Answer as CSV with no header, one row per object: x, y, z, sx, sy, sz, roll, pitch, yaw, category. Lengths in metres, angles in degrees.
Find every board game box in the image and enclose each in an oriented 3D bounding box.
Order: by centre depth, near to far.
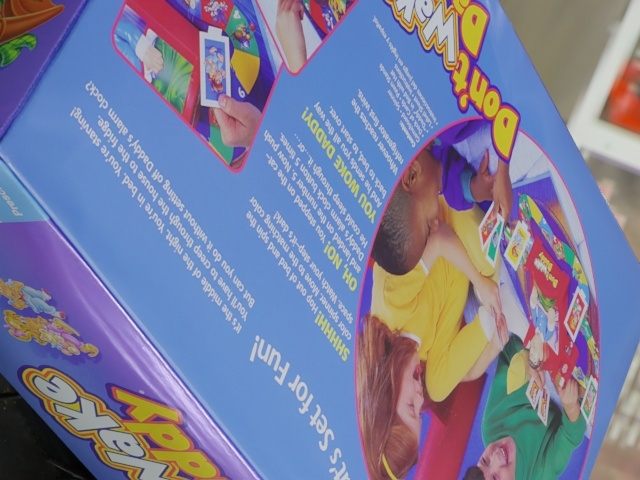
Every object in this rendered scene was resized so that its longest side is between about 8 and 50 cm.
0.000,0.000,0.688,0.347,0.078,0.233,56,47,-38,board game box

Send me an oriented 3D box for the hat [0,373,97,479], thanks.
-0.076,0.049,1.028,0.134,0.331,0.331,-39,157,-55,hat
